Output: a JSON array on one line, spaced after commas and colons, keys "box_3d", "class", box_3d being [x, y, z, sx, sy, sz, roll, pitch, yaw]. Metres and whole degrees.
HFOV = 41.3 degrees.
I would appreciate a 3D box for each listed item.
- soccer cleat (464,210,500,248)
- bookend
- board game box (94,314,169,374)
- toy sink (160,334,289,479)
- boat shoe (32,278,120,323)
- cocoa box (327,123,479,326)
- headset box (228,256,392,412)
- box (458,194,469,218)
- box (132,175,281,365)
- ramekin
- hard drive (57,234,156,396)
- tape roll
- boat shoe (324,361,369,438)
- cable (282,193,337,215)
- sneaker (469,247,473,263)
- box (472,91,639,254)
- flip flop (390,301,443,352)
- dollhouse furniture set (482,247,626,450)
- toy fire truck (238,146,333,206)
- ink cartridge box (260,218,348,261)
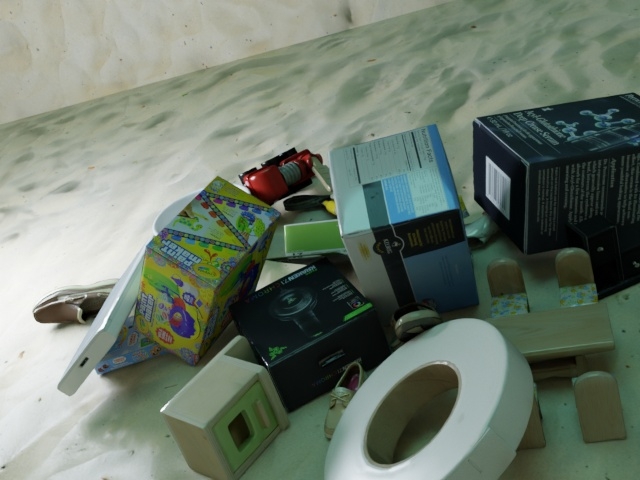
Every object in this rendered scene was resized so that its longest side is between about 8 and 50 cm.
[{"box_3d": [0.376, -0.025, 1.953, 0.196, 0.068, 0.076, -24, 45, -6], "class": "soccer cleat"}, {"box_3d": [0.576, 0.015, 1.665, 0.157, 0.156, 0.072, -22, 29, -6], "class": "bookend"}, {"box_3d": [-0.430, 0.230, 2.022, 0.211, 0.039, 0.160, -19, 29, 3], "class": "board game box"}, {"box_3d": [-0.156, 0.315, 1.604, 0.131, 0.153, 0.234, 8, 38, 40], "class": "toy sink"}, {"box_3d": [-0.622, 0.169, 2.187, 0.257, 0.095, 0.095, -18, 35, 2], "class": "boat shoe"}, {"box_3d": [0.174, -0.021, 1.719, 0.227, 0.347, 0.232, -14, 52, 8], "class": "cocoa box"}, {"box_3d": [-0.023, 0.191, 1.751, 0.246, 0.131, 0.283, -26, 30, -11], "class": "headset box"}, {"box_3d": [0.290, -0.066, 2.004, 0.059, 0.054, 0.169, -25, 3, -10], "class": "box"}, {"box_3d": [-0.257, 0.068, 1.892, 0.177, 0.290, 0.279, 30, 47, 9], "class": "box"}, {"box_3d": [-0.296, -0.027, 2.276, 0.277, 0.135, 0.277, -14, 30, 8], "class": "ramekin"}, {"box_3d": [-0.474, 0.165, 1.947, 0.233, 0.047, 0.353, -48, 15, 32], "class": "hard drive"}, {"box_3d": [0.166, 0.295, 1.362, 0.392, 0.072, 0.392, -40, 19, 17], "class": "tape roll"}, {"box_3d": [0.043, 0.298, 1.604, 0.063, 0.059, 0.170, -4, 33, 26], "class": "boat shoe"}, {"box_3d": [0.017, -0.119, 2.305, 0.287, 0.072, 0.139, 14, 45, 45], "class": "cable"}, {"box_3d": [0.272, 0.053, 1.887, 0.144, 0.053, 0.059, -20, 31, 1], "class": "sneaker"}, {"box_3d": [0.564, -0.152, 1.823, 0.395, 0.212, 0.293, -10, 28, -9], "class": "box"}, {"box_3d": [0.176, 0.155, 1.616, 0.112, 0.277, 0.080, -20, 74, 2], "class": "flip flop"}, {"box_3d": [0.469, 0.119, 1.452, 0.394, 0.257, 0.362, -10, 30, 16], "class": "dollhouse furniture set"}, {"box_3d": [-0.071, -0.165, 2.298, 0.217, 0.159, 0.246, -30, 7, -29], "class": "toy fire truck"}, {"box_3d": [0.000, 0.000, 1.959, 0.188, 0.097, 0.255, -5, -7, 24], "class": "ink cartridge box"}]
